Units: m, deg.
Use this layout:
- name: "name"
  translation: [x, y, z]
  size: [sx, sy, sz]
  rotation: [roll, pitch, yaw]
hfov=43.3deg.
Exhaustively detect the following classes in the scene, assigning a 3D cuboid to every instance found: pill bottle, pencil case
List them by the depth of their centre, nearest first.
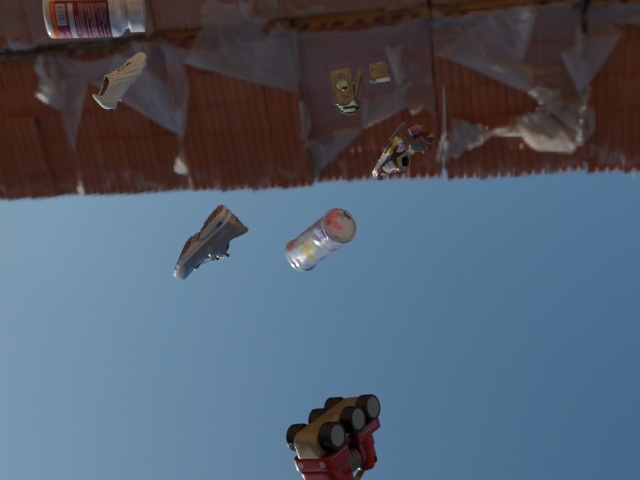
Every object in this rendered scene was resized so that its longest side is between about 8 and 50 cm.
- name: "pill bottle"
  translation: [-0.525, -0.536, 1.883]
  size: [0.221, 0.121, 0.121]
  rotation: [-3, -155, -8]
- name: "pencil case"
  translation: [0.000, 0.000, 2.444]
  size: [0.124, 0.113, 0.273]
  rotation: [-36, 179, -36]

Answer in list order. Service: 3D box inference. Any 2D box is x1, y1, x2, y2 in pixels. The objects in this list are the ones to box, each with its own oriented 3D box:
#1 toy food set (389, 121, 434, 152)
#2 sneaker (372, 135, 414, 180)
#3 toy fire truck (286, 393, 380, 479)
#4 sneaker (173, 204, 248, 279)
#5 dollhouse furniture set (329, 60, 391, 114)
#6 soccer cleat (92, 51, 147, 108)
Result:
- name: "toy food set"
  translation: [0.224, -0.239, 1.889]
  size: [0.122, 0.078, 0.019]
  rotation: [9, -137, -38]
- name: "sneaker"
  translation: [0.216, -0.223, 2.375]
  size: [0.084, 0.185, 0.069]
  rotation: [36, -122, 8]
- name: "toy fire truck"
  translation: [0.042, 0.476, 1.717]
  size: [0.159, 0.246, 0.217]
  rotation: [-14, -174, 37]
- name: "sneaker"
  translation: [-0.312, 0.030, 2.247]
  size: [0.115, 0.281, 0.105]
  rotation: [35, -146, -17]
- name: "dollhouse furniture set"
  translation: [0.127, -0.410, 2.235]
  size: [0.161, 0.101, 0.182]
  rotation: [-8, 174, 13]
- name: "soccer cleat"
  translation: [-0.565, -0.461, 2.281]
  size: [0.068, 0.076, 0.196]
  rotation: [23, -103, 53]
